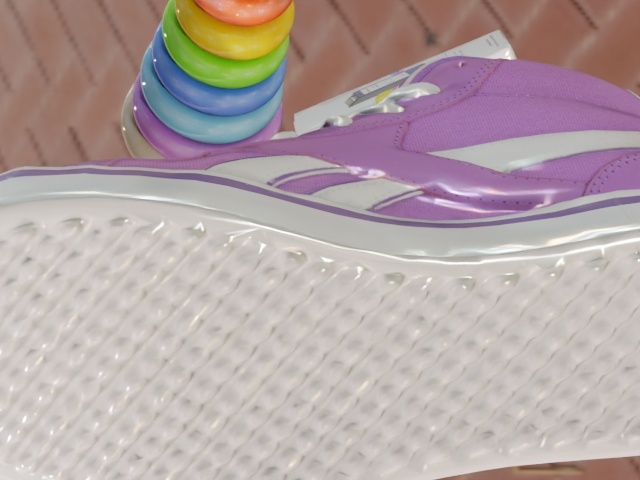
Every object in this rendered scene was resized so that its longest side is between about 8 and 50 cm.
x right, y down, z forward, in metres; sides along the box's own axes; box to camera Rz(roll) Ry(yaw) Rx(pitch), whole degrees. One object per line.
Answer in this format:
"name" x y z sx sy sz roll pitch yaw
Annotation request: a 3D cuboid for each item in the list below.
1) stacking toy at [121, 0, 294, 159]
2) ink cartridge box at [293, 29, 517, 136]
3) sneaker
"stacking toy" -0.071 -0.177 1.362 0.330 0.141 0.141 115 142 -56
"ink cartridge box" 0.099 -0.079 1.533 0.212 0.093 0.154 -21 106 6
"sneaker" 0.000 0.001 0.524 0.161 0.282 0.102 -108 23 -59
